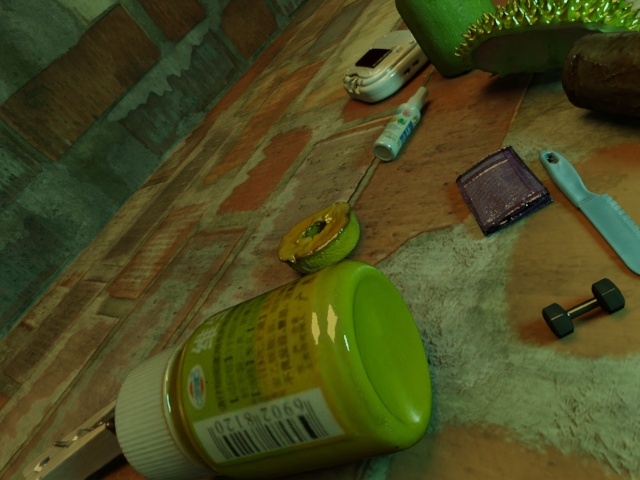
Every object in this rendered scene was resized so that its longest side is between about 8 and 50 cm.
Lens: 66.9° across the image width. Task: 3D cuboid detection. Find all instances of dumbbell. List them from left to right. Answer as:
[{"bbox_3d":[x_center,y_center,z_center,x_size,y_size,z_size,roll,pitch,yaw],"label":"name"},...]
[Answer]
[{"bbox_3d":[0.295,0.076,0.544,0.083,0.036,0.040,-32,29,16],"label":"dumbbell"}]

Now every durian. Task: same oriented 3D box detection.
[{"bbox_3d":[0.394,-0.362,0.871,0.158,0.169,0.352,-42,30,-23],"label":"durian"}]

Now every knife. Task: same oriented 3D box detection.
[{"bbox_3d":[0.367,-0.048,0.649,0.044,0.019,0.313,-27,34,18],"label":"knife"}]

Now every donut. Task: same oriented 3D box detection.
[{"bbox_3d":[0.000,0.000,0.963,0.178,0.065,0.162,-24,29,29],"label":"donut"}]

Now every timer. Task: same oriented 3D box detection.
[{"bbox_3d":[0.184,-0.506,1.394,0.237,0.087,0.262,-42,29,-1],"label":"timer"}]

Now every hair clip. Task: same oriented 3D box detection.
[{"bbox_3d":[-0.460,0.412,0.928,0.331,0.085,0.101,-39,27,16],"label":"hair clip"}]

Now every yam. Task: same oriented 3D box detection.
[{"bbox_3d":[0.466,-0.221,0.656,0.131,0.131,0.279,-42,28,-1],"label":"yam"}]

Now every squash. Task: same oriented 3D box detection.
[{"bbox_3d":[0.297,-0.532,1.126,0.189,0.260,0.189,-32,31,21],"label":"squash"}]

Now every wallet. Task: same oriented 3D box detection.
[{"bbox_3d":[0.284,-0.085,0.775,0.111,0.030,0.166,-30,32,17],"label":"wallet"}]

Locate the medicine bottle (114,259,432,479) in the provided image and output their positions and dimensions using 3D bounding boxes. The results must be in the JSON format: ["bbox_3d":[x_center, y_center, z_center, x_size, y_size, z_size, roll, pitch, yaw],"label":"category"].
[{"bbox_3d":[-0.071,0.188,0.633,0.384,0.224,0.224,-26,33,27],"label":"medicine bottle"}]

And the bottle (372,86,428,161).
[{"bbox_3d":[0.191,-0.274,1.106,0.060,0.060,0.217,1,51,50],"label":"bottle"}]
